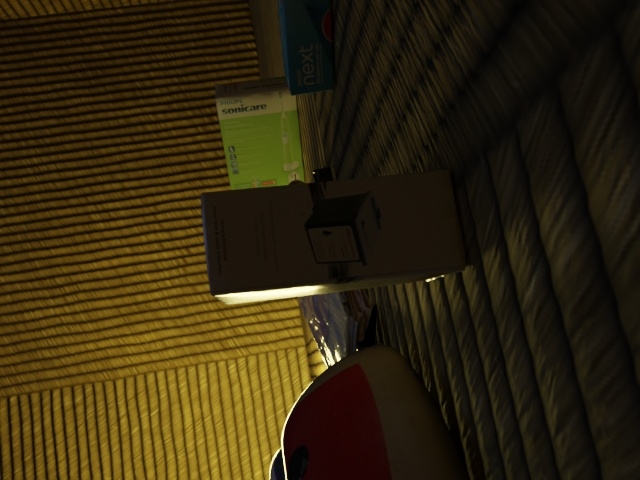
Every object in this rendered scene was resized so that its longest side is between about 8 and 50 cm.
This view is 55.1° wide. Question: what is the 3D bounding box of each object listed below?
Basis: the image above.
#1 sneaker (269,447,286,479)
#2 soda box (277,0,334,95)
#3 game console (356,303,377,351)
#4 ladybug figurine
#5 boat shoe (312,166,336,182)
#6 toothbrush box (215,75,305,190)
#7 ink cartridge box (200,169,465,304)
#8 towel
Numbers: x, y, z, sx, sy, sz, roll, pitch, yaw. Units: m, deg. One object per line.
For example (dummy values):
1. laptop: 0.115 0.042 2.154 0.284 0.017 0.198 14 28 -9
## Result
1. sneaker: 0.023 0.430 1.152 0.236 0.130 0.323 -57 19 9
2. soda box: -0.023 -0.324 0.890 0.067 0.071 0.210 -106 9 -48
3. game console: 0.088 0.172 0.857 0.107 0.071 0.122 40 150 33
4. ladybug figurine: 0.056 0.295 0.597 0.449 0.161 0.305 -109 12 -60
5. boat shoe: 0.014 -0.064 1.086 0.049 0.042 0.133 151 109 -81
6. toothbrush box: -0.160 -0.280 1.657 0.122 0.206 0.283 -107 9 -58
7. ink cartridge box: 0.005 0.003 0.512 0.139 0.190 0.082 119 143 -80
8. towel: 0.010 0.109 1.097 0.332 0.053 0.317 88 162 -46
